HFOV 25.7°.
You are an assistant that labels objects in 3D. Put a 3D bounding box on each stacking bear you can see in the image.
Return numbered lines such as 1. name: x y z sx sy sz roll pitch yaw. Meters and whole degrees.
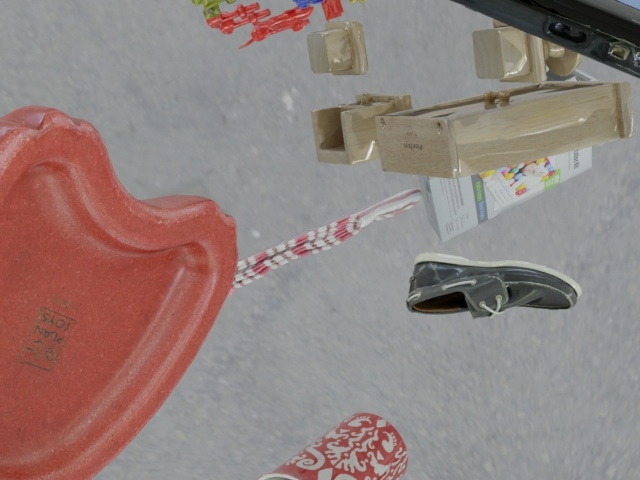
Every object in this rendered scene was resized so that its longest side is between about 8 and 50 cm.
1. stacking bear: -0.214 -0.005 0.651 0.289 0.175 0.164 23 84 32

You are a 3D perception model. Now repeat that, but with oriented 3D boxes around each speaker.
1. speaker: 0.323 -0.183 1.754 0.055 0.136 0.055 -4 110 -12

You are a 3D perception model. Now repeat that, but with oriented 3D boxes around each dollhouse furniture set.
1. dollhouse furniture set: 0.114 -0.241 1.092 0.174 0.303 0.355 -13 101 -27

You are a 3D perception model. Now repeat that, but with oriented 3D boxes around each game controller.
1. game controller: 0.172 -0.120 0.759 0.319 0.166 0.067 21 105 -5

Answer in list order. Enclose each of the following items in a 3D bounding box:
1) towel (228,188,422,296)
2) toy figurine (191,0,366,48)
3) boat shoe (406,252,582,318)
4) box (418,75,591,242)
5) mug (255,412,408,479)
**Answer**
1. towel: 0.000 0.000 1.443 0.197 0.144 0.029 -22 93 32
2. toy figurine: -0.080 -0.393 1.743 0.191 0.362 0.217 -19 85 9
3. boat shoe: 0.221 0.071 1.808 0.233 0.084 0.079 4 58 29
4. box: 0.195 -0.082 1.471 0.186 0.145 0.038 -27 62 -4
5. mug: 0.003 0.270 1.521 0.150 0.169 0.113 -38 87 40
